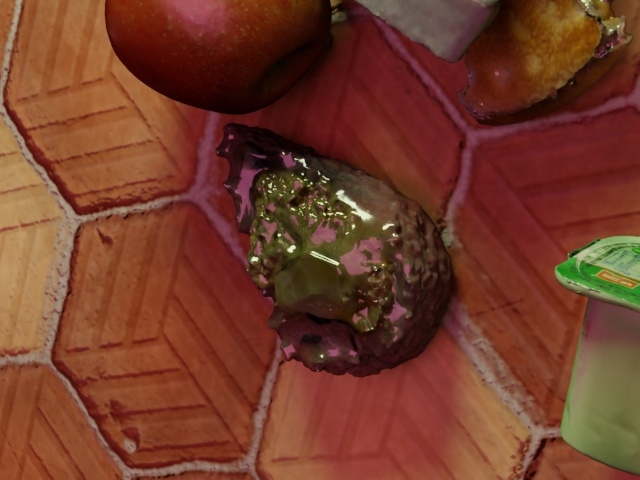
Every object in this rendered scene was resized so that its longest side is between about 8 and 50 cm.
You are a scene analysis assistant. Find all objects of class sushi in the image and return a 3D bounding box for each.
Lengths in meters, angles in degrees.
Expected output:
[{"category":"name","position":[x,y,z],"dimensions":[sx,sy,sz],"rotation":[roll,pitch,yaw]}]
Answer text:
[{"category":"sushi","position":[0.017,-0.003,1.299],"dimensions":[0.161,0.107,0.241],"rotation":[-18,86,28]}]

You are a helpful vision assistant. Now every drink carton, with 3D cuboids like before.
[{"category":"drink carton","position":[0.249,0.090,1.156],"dimensions":[0.146,0.144,0.142],"rotation":[19,115,29]}]

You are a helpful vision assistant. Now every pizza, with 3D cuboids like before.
[{"category":"pizza","position":[0.164,-0.195,1.219],"dimensions":[0.185,0.052,0.195],"rotation":[-25,75,47]}]

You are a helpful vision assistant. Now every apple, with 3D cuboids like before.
[{"category":"apple","position":[-0.087,-0.192,1.297],"dimensions":[0.168,0.181,0.181],"rotation":[45,116,12]}]

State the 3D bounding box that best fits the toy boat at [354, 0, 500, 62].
[{"category":"toy boat","position":[0.077,-0.305,1.201],"dimensions":[0.276,0.111,0.293],"rotation":[34,116,55]}]
